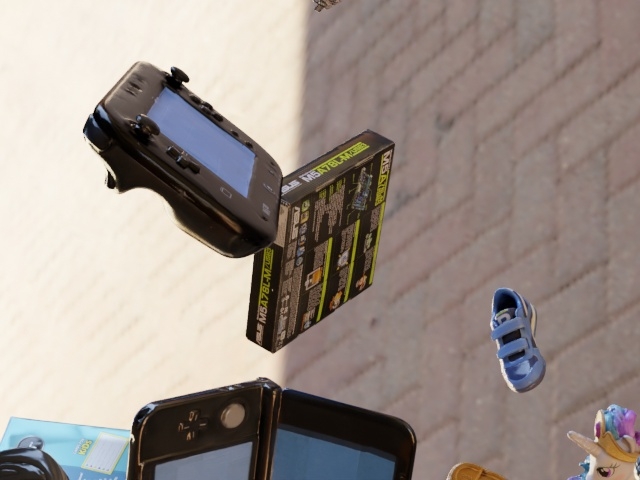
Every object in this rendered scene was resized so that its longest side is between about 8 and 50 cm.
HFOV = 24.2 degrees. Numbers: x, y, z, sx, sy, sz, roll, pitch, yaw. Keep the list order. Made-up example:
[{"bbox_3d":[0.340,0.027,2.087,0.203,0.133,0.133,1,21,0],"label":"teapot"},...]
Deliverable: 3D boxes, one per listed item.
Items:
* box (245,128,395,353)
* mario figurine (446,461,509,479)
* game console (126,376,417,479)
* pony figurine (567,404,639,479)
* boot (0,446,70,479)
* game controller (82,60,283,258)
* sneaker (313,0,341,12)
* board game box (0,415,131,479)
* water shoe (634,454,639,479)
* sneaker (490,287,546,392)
[{"bbox_3d":[0.000,0.000,1.569,0.184,0.045,0.191,-35,-38,-45],"label":"box"},{"bbox_3d":[0.187,0.383,1.790,0.320,0.198,0.170,77,-174,-64],"label":"mario figurine"},{"bbox_3d":[-0.061,0.311,1.569,0.173,0.250,0.293,27,117,46],"label":"game console"},{"bbox_3d":[0.479,0.396,2.109,0.303,0.351,0.364,-109,26,-60],"label":"pony figurine"},{"bbox_3d":[-0.240,0.257,1.073,0.236,0.178,0.085,-40,52,2],"label":"boot"},{"bbox_3d":[-0.103,-0.073,1.220,0.067,0.166,0.319,-59,7,13],"label":"game controller"},{"bbox_3d":[0.017,-0.221,1.177,0.069,0.038,0.098,-36,22,55],"label":"sneaker"},{"bbox_3d":[-0.256,0.350,1.843,0.254,0.336,0.079,-75,-13,-48],"label":"board game box"},{"bbox_3d":[0.490,0.296,1.839,0.203,0.080,0.073,6,58,35],"label":"water shoe"},{"bbox_3d":[0.226,0.116,1.753,0.053,0.059,0.144,-25,40,19],"label":"sneaker"}]
